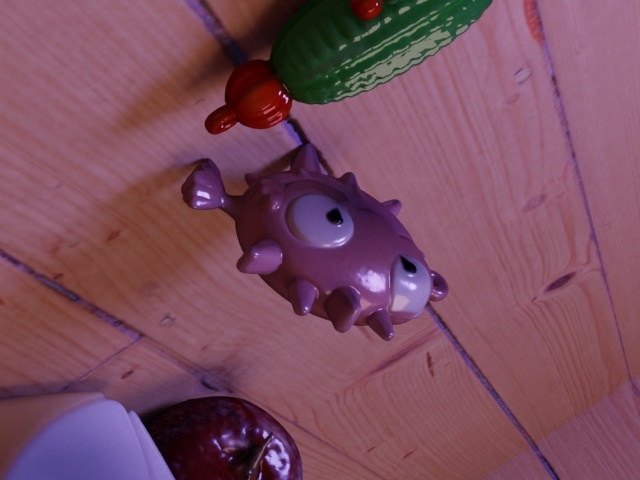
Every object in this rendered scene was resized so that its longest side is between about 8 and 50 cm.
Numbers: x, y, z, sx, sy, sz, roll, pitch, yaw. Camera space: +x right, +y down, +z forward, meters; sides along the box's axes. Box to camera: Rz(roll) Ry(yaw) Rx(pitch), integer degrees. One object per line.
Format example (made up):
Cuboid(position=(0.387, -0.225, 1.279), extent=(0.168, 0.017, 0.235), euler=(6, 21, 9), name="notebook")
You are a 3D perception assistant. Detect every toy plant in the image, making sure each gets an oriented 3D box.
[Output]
Cuboid(position=(0.029, -0.156, 1.008), extent=(0.240, 0.088, 0.155), euler=(-36, 172, 25), name="toy plant")

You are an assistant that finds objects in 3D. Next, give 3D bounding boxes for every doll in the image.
Cuboid(position=(0.000, 0.000, 1.126), extent=(0.262, 0.211, 0.093), euler=(28, 123, -15), name="doll")

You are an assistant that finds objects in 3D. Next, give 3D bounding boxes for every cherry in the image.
Cuboid(position=(-0.145, 0.298, 1.504), extent=(0.300, 0.203, 0.230), euler=(-43, -168, 47), name="cherry")

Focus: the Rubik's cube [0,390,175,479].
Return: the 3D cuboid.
Cuboid(position=(-0.327, 0.382, 1.268), extent=(0.347, 0.352, 0.351), euler=(0, 138, -51), name="Rubik's cube")
